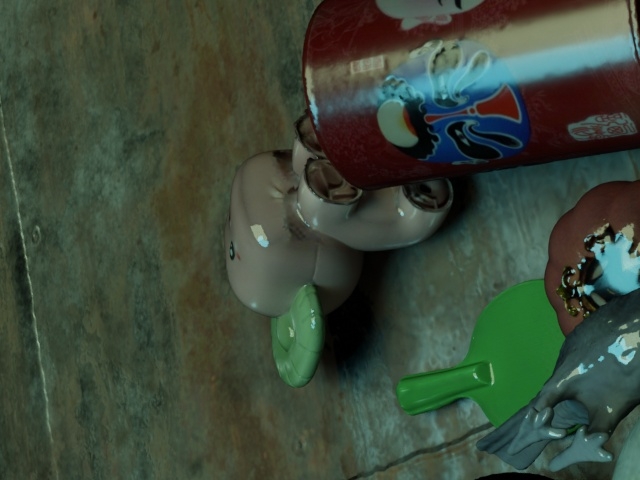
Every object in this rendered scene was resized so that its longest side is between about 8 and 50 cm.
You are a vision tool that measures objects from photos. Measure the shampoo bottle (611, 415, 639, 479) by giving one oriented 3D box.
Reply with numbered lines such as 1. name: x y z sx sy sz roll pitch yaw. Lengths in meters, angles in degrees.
1. shampoo bottle: 0.377 0.207 1.035 0.322 0.317 0.323 -11 74 44

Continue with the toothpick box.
1. toothpick box: 0.174 -0.167 1.348 0.333 0.204 0.204 -9 76 32

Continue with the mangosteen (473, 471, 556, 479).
1. mangosteen: 0.184 0.321 1.310 0.216 0.216 0.216 -10 76 44

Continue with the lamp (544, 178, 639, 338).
1. lamp: 0.290 0.031 1.294 0.182 0.140 0.182 9 105 36

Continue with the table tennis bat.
1. table tennis bat: 0.182 0.131 1.453 0.257 0.039 0.160 -20 69 36

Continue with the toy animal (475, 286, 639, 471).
1. toy animal: 0.218 0.118 1.159 0.081 0.206 0.367 39 124 5

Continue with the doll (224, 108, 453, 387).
1. doll: 0.000 0.000 1.580 0.268 0.216 0.284 113 158 -48
